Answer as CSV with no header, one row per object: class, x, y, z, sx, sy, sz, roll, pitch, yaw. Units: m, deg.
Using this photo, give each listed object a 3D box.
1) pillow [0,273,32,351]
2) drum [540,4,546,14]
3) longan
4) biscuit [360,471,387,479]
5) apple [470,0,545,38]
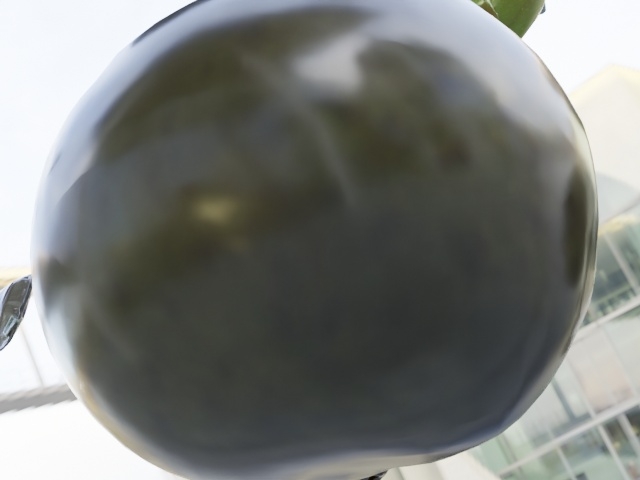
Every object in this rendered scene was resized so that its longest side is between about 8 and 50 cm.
pillow,-0.505,0.130,1.706,0.038,0.131,0.232,31,-39,-31
drum,0.394,-0.562,2.191,0.049,0.130,0.253,-8,-28,24
longan,0.000,0.000,0.728,0.360,0.361,0.361,-23,-17,-8
biscuit,0.071,0.213,1.446,0.332,0.103,0.332,-57,-4,-6
apple,0.159,-0.335,1.683,0.383,0.375,0.374,-11,-10,23
